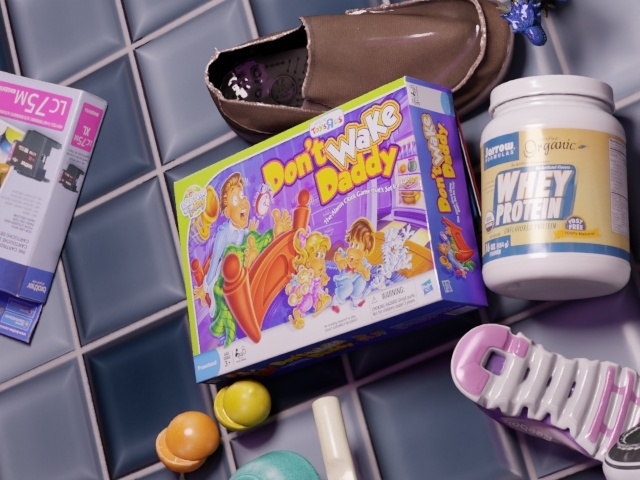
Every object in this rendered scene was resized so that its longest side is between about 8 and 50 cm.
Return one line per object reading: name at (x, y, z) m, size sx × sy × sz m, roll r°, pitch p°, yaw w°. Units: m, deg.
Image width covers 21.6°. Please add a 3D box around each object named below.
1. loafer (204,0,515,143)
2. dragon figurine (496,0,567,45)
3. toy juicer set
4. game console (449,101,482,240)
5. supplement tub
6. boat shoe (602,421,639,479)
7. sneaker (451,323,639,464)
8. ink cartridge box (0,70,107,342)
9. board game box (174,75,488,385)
loafer at (0.031, -0.180, 1.796) m, size 0.366 × 0.130 × 0.134 m, roll -14°, pitch 73°, yaw 27°
dragon figurine at (0.187, -0.314, 1.727) m, size 0.085 × 0.144 × 0.289 m, roll -37°, pitch 64°, yaw 18°
toy juicer set at (-0.049, 0.251, 1.778) m, size 0.329 × 0.089 × 0.209 m, roll -10°, pitch 68°, yaw 39°
game console at (0.110, -0.052, 1.747) m, size 0.124 × 0.085 × 0.144 m, roll -19°, pitch 69°, yaw 18°
supplement tub at (0.229, -0.049, 1.645) m, size 0.144 × 0.144 × 0.200 m, roll -7°, pitch 76°, yaw 29°
boat shoe at (0.384, 0.128, 1.497) m, size 0.306 × 0.113 × 0.105 m, roll -24°, pitch 104°, yaw 13°
sneaker at (0.239, 0.162, 1.632) m, size 0.236 × 0.104 × 0.095 m, roll 24°, pitch 71°, yaw 10°
ink cartridge box at (-0.388, -0.047, 2.053) m, size 0.185 × 0.065 × 0.311 m, roll 15°, pitch 89°, yaw 32°
board game box at (0.000, 0.000, 1.761) m, size 0.347 × 0.078 × 0.233 m, roll -22°, pitch 69°, yaw 39°
